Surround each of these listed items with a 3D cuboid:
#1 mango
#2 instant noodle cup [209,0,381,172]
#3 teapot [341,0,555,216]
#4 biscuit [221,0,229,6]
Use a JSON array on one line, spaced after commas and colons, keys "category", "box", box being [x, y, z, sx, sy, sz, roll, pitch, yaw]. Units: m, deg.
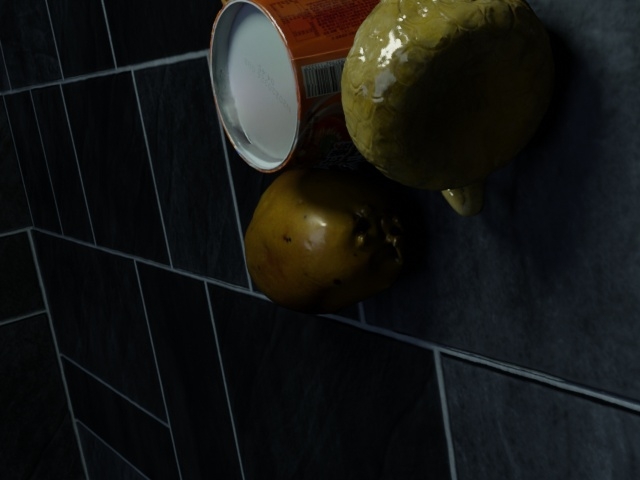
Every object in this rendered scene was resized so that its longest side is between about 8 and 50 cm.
[{"category": "mango", "box": [0.000, 0.000, 1.152, 0.287, 0.152, 0.201, -17, 100, 62]}, {"category": "instant noodle cup", "box": [0.003, -0.192, 1.010, 0.250, 0.192, 0.250, 32, 130, 48]}, {"category": "teapot", "box": [0.110, -0.156, 0.862, 0.167, 0.203, 0.311, 56, 170, 47]}, {"category": "biscuit", "box": [-0.097, -0.399, 1.218, 0.202, 0.047, 0.334, 10, 113, 57]}]
